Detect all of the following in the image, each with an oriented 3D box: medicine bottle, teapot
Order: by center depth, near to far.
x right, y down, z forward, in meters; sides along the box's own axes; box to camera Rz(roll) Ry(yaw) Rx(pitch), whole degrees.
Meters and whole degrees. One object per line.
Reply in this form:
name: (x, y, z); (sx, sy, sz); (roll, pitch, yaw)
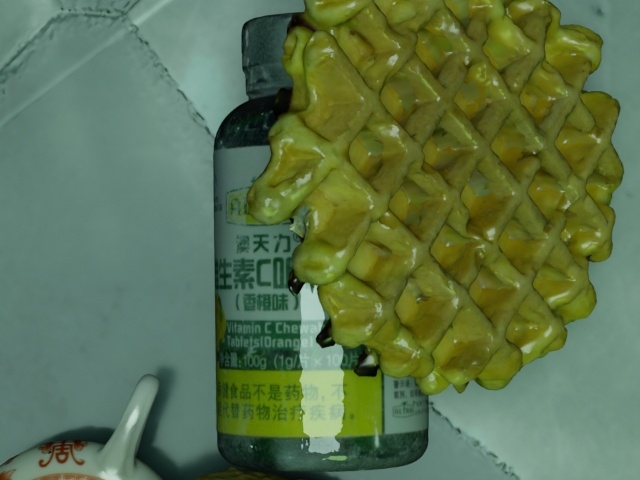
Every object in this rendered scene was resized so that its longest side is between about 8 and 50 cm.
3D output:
medicine bottle: (0.000, 0.000, 1.223); (0.141, 0.141, 0.293); (0, 88, 0)
teapot: (-0.159, 0.202, 1.236); (0.159, 0.116, 0.245); (17, 91, 13)

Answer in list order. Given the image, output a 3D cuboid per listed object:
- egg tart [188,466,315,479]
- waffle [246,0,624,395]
egg tart: (0.001, 0.280, 1.170); (0.319, 0.319, 0.128); (37, 116, 1)
waffle: (0.091, -0.050, 1.172); (0.329, 0.062, 0.329); (3, 86, -42)
